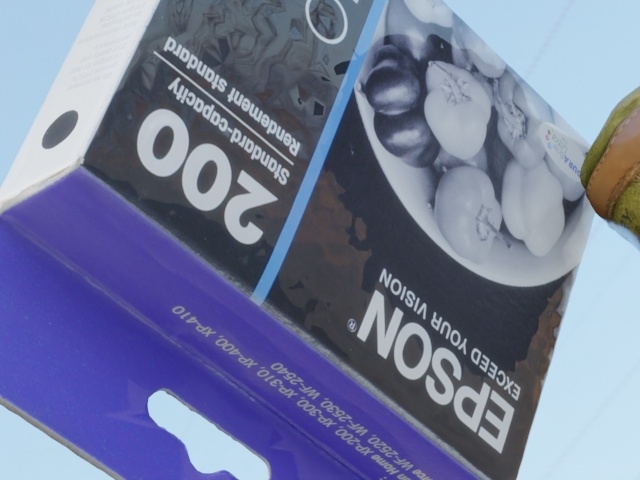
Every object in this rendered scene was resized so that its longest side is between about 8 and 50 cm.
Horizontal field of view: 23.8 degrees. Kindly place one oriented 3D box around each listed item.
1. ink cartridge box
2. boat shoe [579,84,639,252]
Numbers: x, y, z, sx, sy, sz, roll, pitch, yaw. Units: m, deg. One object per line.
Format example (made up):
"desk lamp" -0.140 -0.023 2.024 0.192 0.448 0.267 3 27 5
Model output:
"ink cartridge box" 0.000 0.000 0.507 0.206 0.208 0.045 39 -33 -30
"boat shoe" 0.221 -0.103 0.543 0.307 0.104 0.110 -43 -32 -6
